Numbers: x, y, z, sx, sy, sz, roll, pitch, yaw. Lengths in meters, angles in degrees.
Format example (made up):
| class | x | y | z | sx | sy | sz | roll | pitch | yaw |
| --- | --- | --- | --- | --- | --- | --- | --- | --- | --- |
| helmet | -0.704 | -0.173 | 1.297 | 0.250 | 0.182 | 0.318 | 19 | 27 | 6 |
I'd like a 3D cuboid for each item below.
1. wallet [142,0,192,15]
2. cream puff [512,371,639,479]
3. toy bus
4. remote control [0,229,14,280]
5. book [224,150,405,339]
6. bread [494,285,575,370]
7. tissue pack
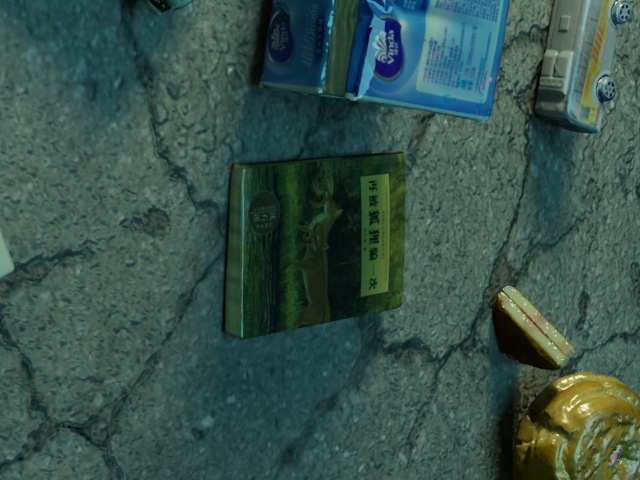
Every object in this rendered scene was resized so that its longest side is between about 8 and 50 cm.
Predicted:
| class | x | y | z | sx | sy | sz | roll | pitch | yaw |
| --- | --- | --- | --- | --- | --- | --- | --- | --- | --- |
| wallet | -0.145 | -0.319 | 1.225 | 0.176 | 0.075 | 0.250 | -57 | 135 | -17 |
| cream puff | 0.295 | 0.239 | 1.799 | 0.189 | 0.129 | 0.189 | -9 | 107 | -33 |
| toy bus | 0.288 | -0.216 | 1.735 | 0.075 | 0.064 | 0.190 | 10 | 92 | -43 |
| remote control | -0.277 | -0.035 | 1.180 | 0.061 | 0.029 | 0.162 | -38 | 125 | -38 |
| book | 0.000 | 0.000 | 1.498 | 0.228 | 0.024 | 0.160 | -7 | 102 | -46 |
| bread | 0.226 | 0.106 | 1.753 | 0.109 | 0.062 | 0.043 | 48 | 50 | 6 |
| tissue pack | 0.069 | -0.251 | 1.421 | 0.198 | 0.146 | 0.263 | 4 | 97 | -46 |
